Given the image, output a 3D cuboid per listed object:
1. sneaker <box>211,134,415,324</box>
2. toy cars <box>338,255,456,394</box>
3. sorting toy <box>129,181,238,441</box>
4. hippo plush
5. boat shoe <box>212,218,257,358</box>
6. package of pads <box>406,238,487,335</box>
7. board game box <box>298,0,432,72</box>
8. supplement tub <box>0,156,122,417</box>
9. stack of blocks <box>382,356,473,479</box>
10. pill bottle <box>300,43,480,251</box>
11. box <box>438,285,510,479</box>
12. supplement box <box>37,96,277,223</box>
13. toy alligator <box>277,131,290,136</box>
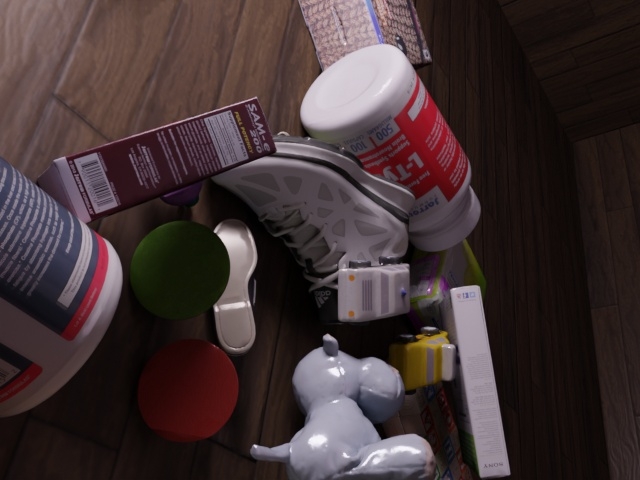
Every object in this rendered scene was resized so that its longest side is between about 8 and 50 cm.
[{"bbox_3d":[0.001,0.000,1.098,0.447,0.169,0.258,17,72,-44],"label":"sneaker"},{"bbox_3d":[0.152,0.146,1.134,0.394,0.087,0.176,56,48,-40],"label":"toy cars"},{"bbox_3d":[-0.167,0.075,0.892,0.126,0.127,0.366,73,9,-73],"label":"sorting toy"},{"bbox_3d":[0.021,0.292,1.020,0.294,0.234,0.237,9,39,-12],"label":"hippo plush"},{"bbox_3d":[-0.129,0.070,0.981,0.065,0.075,0.206,112,-26,-62],"label":"boat shoe"},{"bbox_3d":[0.287,0.115,1.563,0.229,0.101,0.296,59,34,-26],"label":"package of pads"},{"bbox_3d":[0.103,-0.468,1.487,0.291,0.141,0.232,-30,102,-58],"label":"board game box"},{"bbox_3d":[-0.320,0.007,0.558,0.272,0.191,0.191,48,40,-37],"label":"supplement tub"},{"bbox_3d":[0.187,0.376,1.301,0.171,0.087,0.297,-26,99,-58],"label":"stack of blocks"},{"bbox_3d":[0.158,-0.165,1.357,0.408,0.229,0.229,48,40,-36],"label":"pill bottle"},{"bbox_3d":[0.278,0.258,1.257,0.232,0.058,0.322,68,16,-78],"label":"box"},{"bbox_3d":[-0.186,-0.087,0.779,0.239,0.130,0.073,-24,99,-29],"label":"supplement box"},{"bbox_3d":[-0.028,-0.138,1.227,0.190,0.056,0.051,46,1,-38],"label":"toy alligator"}]
